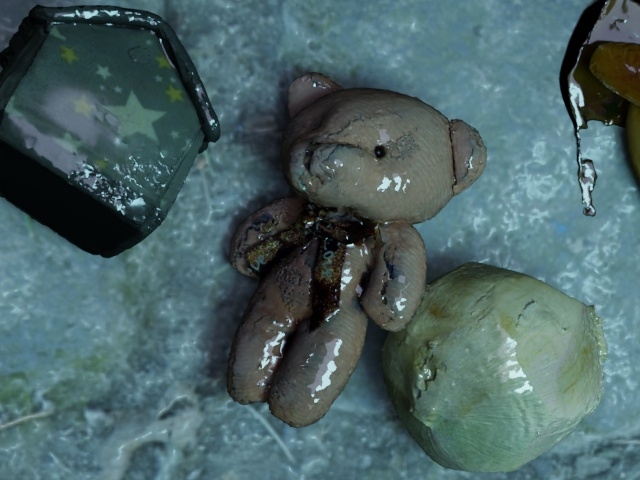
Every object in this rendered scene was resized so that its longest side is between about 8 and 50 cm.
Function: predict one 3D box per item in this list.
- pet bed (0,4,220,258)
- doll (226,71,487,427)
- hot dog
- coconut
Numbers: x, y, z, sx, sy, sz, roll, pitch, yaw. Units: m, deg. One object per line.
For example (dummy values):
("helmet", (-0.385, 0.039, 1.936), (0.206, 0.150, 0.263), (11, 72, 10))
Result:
("pet bed", (-0.187, -0.100, 1.479), (0.183, 0.211, 0.159), (33, 75, -10))
("doll", (0.000, 0.000, 1.524), (0.201, 0.156, 0.303), (18, 77, 29))
("hot dog", (0.352, -0.071, 1.647), (0.326, 0.107, 0.194), (36, 84, -10))
("coconut", (0.142, 0.110, 1.557), (0.194, 0.194, 0.194), (0, 91, -12))
